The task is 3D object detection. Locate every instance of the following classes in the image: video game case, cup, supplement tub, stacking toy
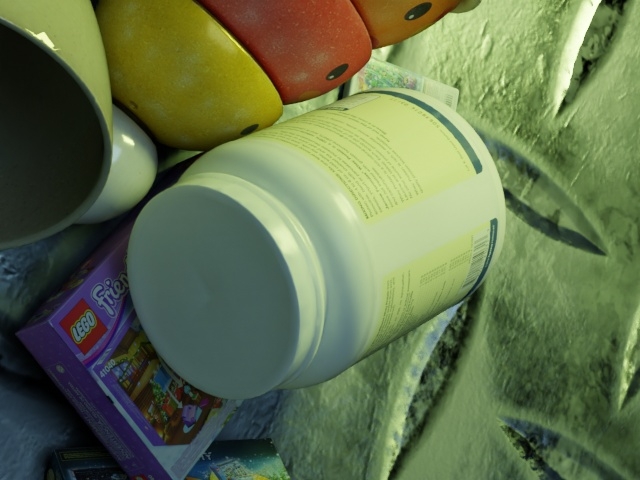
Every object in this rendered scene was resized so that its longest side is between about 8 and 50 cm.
[{"bbox_3d":[0.081,-0.113,1.859,0.143,0.019,0.157,17,76,-30],"label":"video game case"},{"bbox_3d":[-0.329,-0.180,1.461,0.331,0.331,0.237,28,46,-27],"label":"cup"},{"bbox_3d":[0.000,0.000,1.582,0.325,0.235,0.235,-25,99,-49],"label":"supplement tub"},{"bbox_3d":[-0.102,-0.204,1.627,0.350,0.350,0.480,44,83,-21],"label":"stacking toy"}]

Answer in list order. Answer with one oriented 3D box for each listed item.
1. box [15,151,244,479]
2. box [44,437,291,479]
[{"bbox_3d":[-0.138,0.073,1.629,0.201,0.057,0.293,55,44,-16],"label":"box"},{"bbox_3d":[-0.129,0.264,1.600,0.233,0.159,0.044,1,129,-28],"label":"box"}]
